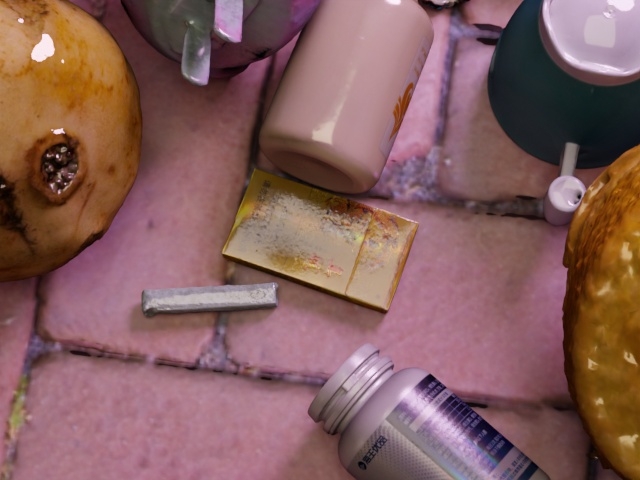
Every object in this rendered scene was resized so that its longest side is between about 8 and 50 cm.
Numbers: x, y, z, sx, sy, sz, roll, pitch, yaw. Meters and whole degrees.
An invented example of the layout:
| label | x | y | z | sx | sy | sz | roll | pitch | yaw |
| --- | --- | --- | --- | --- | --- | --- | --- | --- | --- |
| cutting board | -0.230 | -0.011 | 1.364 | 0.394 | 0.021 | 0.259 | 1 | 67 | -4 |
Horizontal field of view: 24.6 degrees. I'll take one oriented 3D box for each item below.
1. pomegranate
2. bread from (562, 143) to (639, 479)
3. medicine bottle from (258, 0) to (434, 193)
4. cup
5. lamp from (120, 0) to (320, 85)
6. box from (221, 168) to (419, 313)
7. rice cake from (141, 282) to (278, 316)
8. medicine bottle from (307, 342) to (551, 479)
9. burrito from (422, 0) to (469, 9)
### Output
| label | x | y | z | sx | sy | sz | roll | pitch | yaw |
| --- | --- | --- | --- | --- | --- | --- | --- | --- | --- |
| pomegranate | -0.275 | -0.094 | 1.221 | 0.260 | 0.260 | 0.260 | 0 | 75 | 2 |
| bread | 0.362 | 0.072 | 1.120 | 0.358 | 0.204 | 0.336 | -3 | 103 | 14 |
| medicine bottle | 0.038 | -0.173 | 1.293 | 0.114 | 0.114 | 0.252 | 19 | 77 | 7 |
| cup | 0.235 | -0.161 | 1.253 | 0.168 | 0.173 | 0.299 | 12 | 75 | 4 |
| lamp | -0.129 | -0.251 | 1.202 | 0.301 | 0.247 | 0.247 | 23 | 41 | -25 |
| box | 0.000 | 0.000 | 1.294 | 0.156 | 0.022 | 0.089 | 20 | 77 | 7 |
| rice cake | -0.097 | 0.051 | 1.285 | 0.121 | 0.021 | 0.022 | -3 | 70 | -1 |
| medicine bottle | 0.086 | 0.175 | 1.201 | 0.191 | 0.107 | 0.107 | 40 | 80 | 11 |
| burrito | 0.129 | -0.295 | 1.362 | 0.051 | 0.042 | 0.171 | 11 | 73 | -1 |
